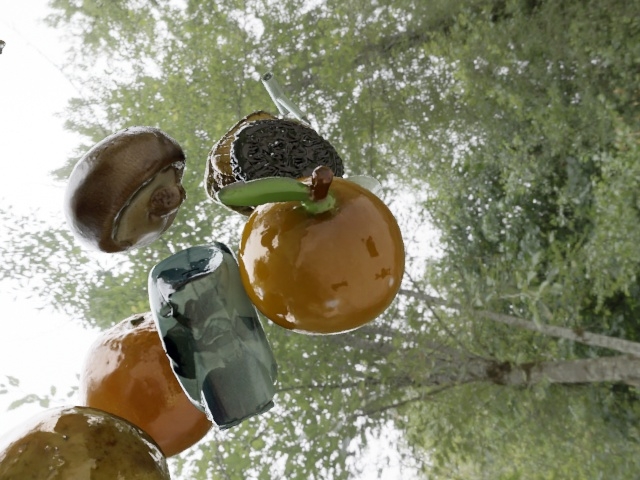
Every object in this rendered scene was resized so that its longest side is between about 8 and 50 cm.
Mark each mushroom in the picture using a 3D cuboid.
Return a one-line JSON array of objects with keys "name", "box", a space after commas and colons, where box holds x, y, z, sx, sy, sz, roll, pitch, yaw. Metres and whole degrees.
[{"name": "mushroom", "box": [-0.342, -0.087, 0.815, 0.253, 0.153, 0.253, -55, -10, -14]}]

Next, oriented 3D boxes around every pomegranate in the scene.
[{"name": "pomegranate", "box": [-0.322, 0.353, 0.561, 0.281, 0.281, 0.281, 1, -91, -53]}]

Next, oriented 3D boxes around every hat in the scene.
[{"name": "hat", "box": [0.067, -0.060, 1.202, 0.252, 0.252, 0.110, -55, -50, -37]}]

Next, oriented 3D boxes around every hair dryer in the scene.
[{"name": "hair dryer", "box": [-0.090, -0.413, 1.368, 0.044, 0.183, 0.155, -45, -32, -3]}]

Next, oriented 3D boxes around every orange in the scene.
[{"name": "orange", "box": [-0.341, 0.295, 0.955, 0.312, 0.312, 0.311, 1, -91, -53]}]

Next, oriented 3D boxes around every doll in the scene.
[{"name": "doll", "box": [0.000, 0.000, 0.549, 0.236, 0.214, 0.213, 84, -151, -51]}]

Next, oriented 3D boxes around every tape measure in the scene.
[{"name": "tape measure", "box": [-0.166, 0.133, 0.695, 0.147, 0.275, 0.256, -21, -90, -12]}]

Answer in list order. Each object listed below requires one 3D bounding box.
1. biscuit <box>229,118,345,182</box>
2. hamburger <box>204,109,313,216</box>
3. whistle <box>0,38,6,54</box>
[{"name": "biscuit", "box": [-0.053, -0.125, 0.726, 0.194, 0.195, 0.053, -49, -10, -41]}, {"name": "hamburger", "box": [-0.119, -0.161, 1.009, 0.283, 0.260, 0.144, -52, -11, -49]}, {"name": "whistle", "box": [-0.460, -0.143, 0.415, 0.348, 0.189, 0.189, -40, -60, -47]}]
